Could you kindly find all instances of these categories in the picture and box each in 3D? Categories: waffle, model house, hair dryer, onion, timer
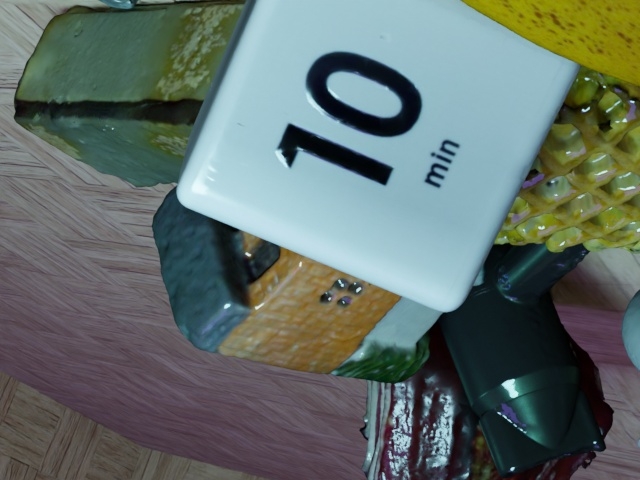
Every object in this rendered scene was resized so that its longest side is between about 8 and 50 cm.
[{"bbox_3d":[0.235,-0.056,0.947,0.238,0.058,0.243,-4,150,0],"label":"waffle"},{"bbox_3d":[0.042,-0.029,1.101,0.271,0.190,0.301,15,135,-35],"label":"model house"},{"bbox_3d":[0.217,0.060,1.141,0.116,0.244,0.302,-9,154,-26],"label":"hair dryer"},{"bbox_3d":[0.172,0.123,1.348,0.280,0.314,0.146,-4,136,-5],"label":"onion"},{"bbox_3d":[0.031,-0.093,0.828,0.195,0.192,0.194,22,-167,-10],"label":"timer"}]

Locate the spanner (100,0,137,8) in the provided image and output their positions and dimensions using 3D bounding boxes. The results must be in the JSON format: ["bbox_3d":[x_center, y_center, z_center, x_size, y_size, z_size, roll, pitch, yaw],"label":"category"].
[{"bbox_3d":[-0.279,-0.244,1.081,0.254,0.015,0.054,16,163,11],"label":"spanner"}]

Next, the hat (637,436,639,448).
[{"bbox_3d":[0.544,0.365,1.817,0.203,0.126,0.203,18,158,8],"label":"hat"}]

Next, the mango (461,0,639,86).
[{"bbox_3d":[0.170,-0.163,0.647,0.290,0.160,0.191,15,170,25],"label":"mango"}]

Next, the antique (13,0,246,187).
[{"bbox_3d":[-0.116,-0.128,1.073,0.284,0.125,0.150,2,157,42],"label":"antique"}]

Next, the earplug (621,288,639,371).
[{"bbox_3d":[0.375,0.058,0.986,0.214,0.175,0.325,-6,175,-13],"label":"earplug"}]
